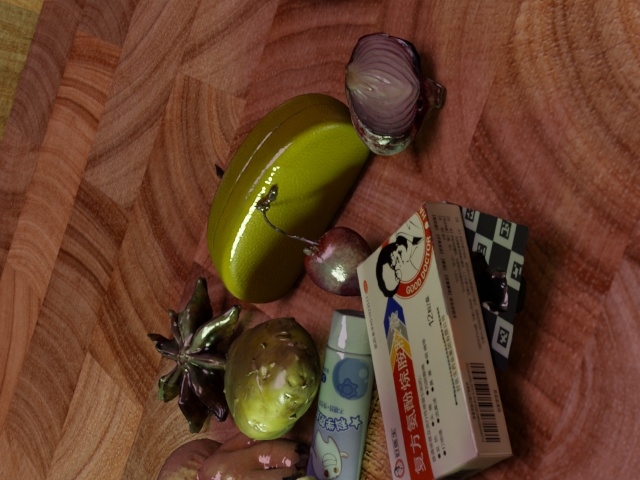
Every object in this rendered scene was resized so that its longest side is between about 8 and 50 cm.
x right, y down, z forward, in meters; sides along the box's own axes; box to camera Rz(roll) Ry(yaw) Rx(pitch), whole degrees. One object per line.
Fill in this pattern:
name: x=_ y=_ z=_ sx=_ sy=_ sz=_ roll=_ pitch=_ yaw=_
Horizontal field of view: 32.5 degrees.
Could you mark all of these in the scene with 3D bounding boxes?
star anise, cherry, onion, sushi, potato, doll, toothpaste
star anise: x=-0.227 y=0.210 z=2.010 sx=0.288 sy=0.088 sz=0.288 roll=-3 pitch=86 yaw=41
cherry: x=0.000 y=0.000 z=1.697 sx=0.225 sy=0.090 sz=0.107 roll=46 pitch=128 yaw=1
onion: x=0.108 y=-0.214 z=1.688 sx=0.098 sy=0.151 sz=0.205 roll=97 pitch=180 yaw=-61
sushi: x=0.223 y=0.058 z=1.469 sx=0.215 sy=0.051 sz=0.192 roll=-155 pitch=71 yaw=-63
potato: x=-0.077 y=0.214 z=1.705 sx=0.296 sy=0.141 sz=0.191 roll=147 pitch=136 yaw=-70
doll: x=-0.133 y=0.410 z=1.804 sx=0.303 sy=0.156 sz=0.201 roll=-10 pitch=28 yaw=34
toothpaste: x=0.031 y=0.292 z=1.655 sx=0.125 sy=0.080 sz=0.371 roll=16 pitch=100 yaw=51

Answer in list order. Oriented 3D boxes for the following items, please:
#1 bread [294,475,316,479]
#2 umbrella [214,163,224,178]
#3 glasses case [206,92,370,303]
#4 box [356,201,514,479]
bread: x=-0.012 y=0.454 z=1.624 sx=0.139 sy=0.060 sz=0.178 roll=-51 pitch=54 yaw=44
umbrella: x=-0.189 y=-0.122 z=2.137 sx=0.122 sy=0.022 sz=0.013 roll=-116 pitch=24 yaw=-56
glasses case: x=-0.073 y=-0.076 z=1.819 sx=0.371 sy=0.173 sz=0.141 roll=-60 pitch=37 yaw=23
box: x=0.146 y=0.151 z=1.490 sx=0.214 sy=0.069 sz=0.353 roll=134 pitch=135 yaw=-53
